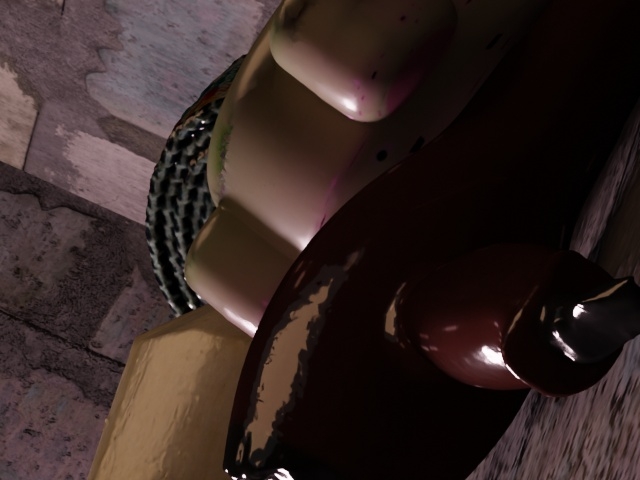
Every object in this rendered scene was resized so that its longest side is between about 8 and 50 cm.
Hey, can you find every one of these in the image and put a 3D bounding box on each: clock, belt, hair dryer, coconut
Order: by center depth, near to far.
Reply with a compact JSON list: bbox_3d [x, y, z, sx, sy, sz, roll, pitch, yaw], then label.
[{"bbox_3d":[0.093,-0.006,0.790,0.312,0.123,0.340,-55,9,-11],"label":"hair dryer"},{"bbox_3d":[0.065,-0.092,1.051,0.309,0.114,0.284,-37,-20,-45],"label":"clock"},{"bbox_3d":[-0.032,0.123,1.177,0.202,0.202,0.222,113,179,-79],"label":"coconut"},{"bbox_3d":[0.000,0.000,1.307,0.207,0.257,0.150,-26,16,26],"label":"belt"}]
